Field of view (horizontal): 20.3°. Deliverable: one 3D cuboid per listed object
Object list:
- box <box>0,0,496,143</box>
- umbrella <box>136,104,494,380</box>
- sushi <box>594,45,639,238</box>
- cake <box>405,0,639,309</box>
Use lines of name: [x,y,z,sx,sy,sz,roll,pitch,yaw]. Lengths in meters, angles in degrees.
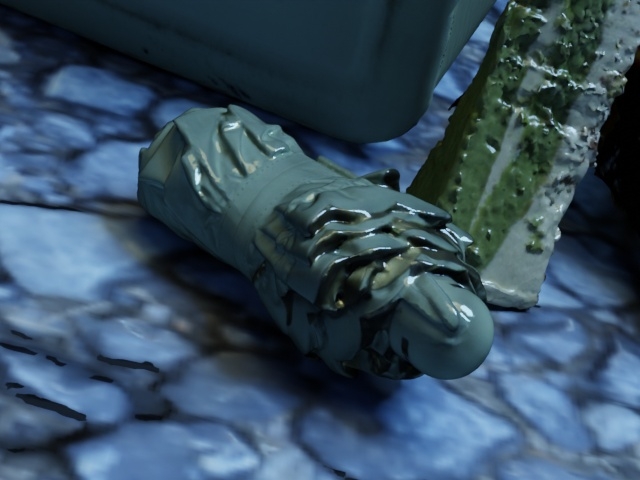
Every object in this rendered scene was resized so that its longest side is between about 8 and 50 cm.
box: [-0.039,-0.240,0.765,0.352,0.177,0.344,23,45,9]
umbrella: [0.000,0.000,0.544,0.143,0.062,0.067,36,1,42]
sushi: [0.170,-0.065,0.660,0.172,0.153,0.150,-19,61,-21]
cake: [0.071,-0.049,0.602,0.051,0.140,0.055,18,12,-17]
